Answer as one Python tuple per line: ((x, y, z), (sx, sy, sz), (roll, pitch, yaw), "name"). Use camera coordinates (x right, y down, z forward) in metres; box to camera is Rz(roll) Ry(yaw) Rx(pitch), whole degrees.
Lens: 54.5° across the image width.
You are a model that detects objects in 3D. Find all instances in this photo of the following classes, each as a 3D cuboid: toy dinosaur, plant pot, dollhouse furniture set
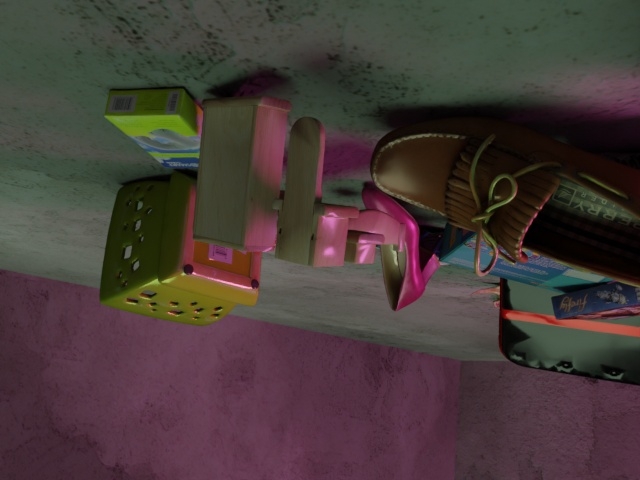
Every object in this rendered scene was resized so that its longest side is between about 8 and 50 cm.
((0.465, 0.130, 1.580), (0.183, 0.053, 0.093), (-2, 149, 4), "toy dinosaur")
((-0.229, 0.015, 1.101), (0.227, 0.228, 0.207), (21, 154, -41), "plant pot")
((0.024, -0.075, 0.824), (0.355, 0.174, 0.303), (0, -172, -45), "dollhouse furniture set")

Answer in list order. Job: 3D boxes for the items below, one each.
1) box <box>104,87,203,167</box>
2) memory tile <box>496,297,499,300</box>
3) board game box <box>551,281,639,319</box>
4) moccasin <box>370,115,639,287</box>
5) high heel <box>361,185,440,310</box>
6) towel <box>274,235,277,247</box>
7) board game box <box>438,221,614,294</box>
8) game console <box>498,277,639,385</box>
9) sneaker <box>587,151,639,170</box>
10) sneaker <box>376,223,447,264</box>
((-0.192, -0.142, 0.833), (0.108, 0.043, 0.178), (3, 164, 17), "box")
((0.541, 0.158, 1.690), (0.113, 0.012, 0.148), (3, 164, 12), "memory tile")
((0.531, 0.092, 1.016), (0.164, 0.042, 0.243), (4, 163, -27), "board game box")
((0.234, -0.036, 0.705), (0.379, 0.147, 0.139), (24, 131, 10), "moccasin")
((0.112, 0.017, 1.045), (0.082, 0.117, 0.244), (32, 166, 46), "high heel")
((0.000, 0.000, 1.304), (0.198, 0.031, 0.274), (16, 163, -28), "towel")
((0.357, -0.009, 0.960), (0.253, 0.079, 0.336), (14, 164, -3), "board game box")
((0.557, 0.159, 1.248), (0.386, 0.060, 0.342), (6, 133, 20), "game console")
((0.408, -0.086, 0.737), (0.225, 0.088, 0.093), (5, 142, 14), "sneaker")
((0.176, 0.013, 1.177), (0.211, 0.080, 0.081), (14, 161, -23), "sneaker")
